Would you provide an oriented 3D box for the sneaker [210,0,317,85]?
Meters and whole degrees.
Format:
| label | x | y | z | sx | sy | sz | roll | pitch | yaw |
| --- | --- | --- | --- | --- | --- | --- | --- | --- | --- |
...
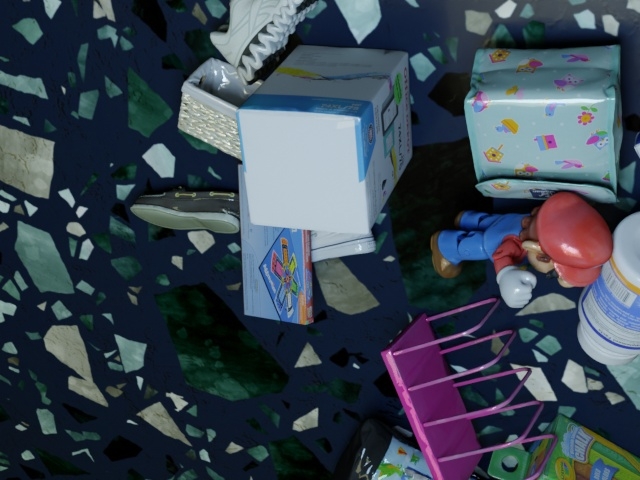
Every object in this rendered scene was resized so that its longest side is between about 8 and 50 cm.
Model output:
| label | x | y | z | sx | sy | sz | roll | pitch | yaw |
| --- | --- | --- | --- | --- | --- | --- | --- | --- | --- |
| sneaker | -0.078 | -0.379 | 1.687 | 0.118 | 0.110 | 0.292 | 45 | 127 | 3 |

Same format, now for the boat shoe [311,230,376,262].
| label | x | y | z | sx | sy | sz | roll | pitch | yaw |
| --- | --- | --- | --- | --- | --- | --- | --- | --- | --- |
| boat shoe | 0.000 | 0.000 | 1.919 | 0.226 | 0.083 | 0.075 | -11 | 88 | 30 |

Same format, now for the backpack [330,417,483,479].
| label | x | y | z | sx | sy | sz | roll | pitch | yaw |
| --- | --- | --- | --- | --- | --- | --- | --- | --- | --- |
| backpack | 0.204 | 0.528 | 2.061 | 0.356 | 0.273 | 0.290 | 17 | 147 | -5 |

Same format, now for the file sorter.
| label | x | y | z | sx | sy | sz | roll | pitch | yaw |
| --- | --- | --- | --- | --- | --- | --- | --- | --- | --- |
| file sorter | 0.269 | 0.269 | 1.848 | 0.182 | 0.202 | 0.290 | -20 | 96 | 28 |

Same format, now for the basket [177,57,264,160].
| label | x | y | z | sx | sy | sz | roll | pitch | yaw |
| --- | --- | --- | --- | --- | --- | --- | --- | --- | --- |
| basket | -0.148 | -0.218 | 1.809 | 0.167 | 0.113 | 0.103 | 26 | 129 | 6 |

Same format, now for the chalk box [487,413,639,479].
| label | x | y | z | sx | sy | sz | roll | pitch | yaw |
| --- | --- | --- | --- | --- | --- | --- | --- | --- | --- |
| chalk box | 0.449 | 0.457 | 1.942 | 0.289 | 0.180 | 0.179 | 29 | 128 | 2 |

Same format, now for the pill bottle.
| label | x | y | z | sx | sy | sz | roll | pitch | yaw |
| --- | --- | --- | --- | --- | --- | --- | --- | --- | --- |
| pill bottle | 0.496 | 0.087 | 1.674 | 0.152 | 0.152 | 0.272 | 21 | 147 | 10 |

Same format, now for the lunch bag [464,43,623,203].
| label | x | y | z | sx | sy | sz | roll | pitch | yaw |
| --- | --- | --- | --- | --- | --- | --- | --- | --- | --- |
| lunch bag | 0.344 | -0.154 | 1.614 | 0.223 | 0.160 | 0.262 | 3 | 136 | 17 |

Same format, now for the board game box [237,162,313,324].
| label | x | y | z | sx | sy | sz | roll | pitch | yaw |
| --- | --- | --- | --- | --- | --- | --- | --- | --- | --- |
| board game box | -0.080 | 0.004 | 1.898 | 0.145 | 0.027 | 0.281 | 7 | 103 | 36 |

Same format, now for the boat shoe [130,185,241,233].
| label | x | y | z | sx | sy | sz | roll | pitch | yaw |
| --- | --- | --- | --- | --- | --- | --- | --- | --- | --- |
| boat shoe | -0.246 | -0.063 | 1.981 | 0.228 | 0.068 | 0.081 | 7 | 158 | 22 |

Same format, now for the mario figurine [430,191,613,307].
| label | x | y | z | sx | sy | sz | roll | pitch | yaw |
| --- | --- | --- | --- | --- | --- | --- | --- | --- | --- |
| mario figurine | 0.325 | 0.028 | 1.667 | 0.170 | 0.198 | 0.320 | 27 | 165 | -31 |

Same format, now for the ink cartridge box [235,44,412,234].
| label | x | y | z | sx | sy | sz | roll | pitch | yaw |
| --- | --- | --- | --- | --- | --- | --- | --- | --- | --- |
| ink cartridge box | 0.016 | -0.166 | 1.672 | 0.197 | 0.270 | 0.198 | 6 | 123 | 18 |

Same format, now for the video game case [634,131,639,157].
| label | x | y | z | sx | sy | sz | roll | pitch | yaw |
| --- | --- | --- | --- | --- | --- | --- | --- | --- | --- |
| video game case | 0.645 | -0.096 | 1.577 | 0.269 | 0.061 | 0.244 | -20 | 110 | 32 |
